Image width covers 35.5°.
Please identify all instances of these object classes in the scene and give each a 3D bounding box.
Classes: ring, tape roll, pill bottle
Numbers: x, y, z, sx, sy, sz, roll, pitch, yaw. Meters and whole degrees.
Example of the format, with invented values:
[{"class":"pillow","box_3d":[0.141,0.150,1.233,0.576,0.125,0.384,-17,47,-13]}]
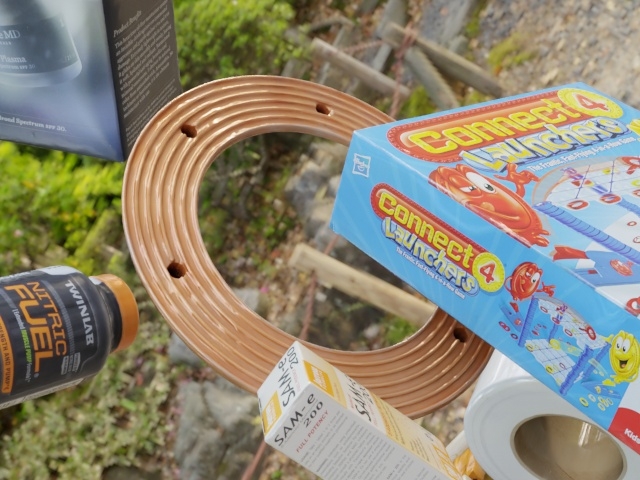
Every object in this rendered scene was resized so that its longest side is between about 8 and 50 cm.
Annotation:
[{"class":"ring","box_3d":[0.000,0.000,0.821,0.032,0.337,0.336,-55,12,47]},{"class":"tape roll","box_3d":[0.306,0.185,1.162,0.246,0.246,0.169,-52,3,47]},{"class":"pill bottle","box_3d":[-0.306,0.098,1.020,0.246,0.130,0.130,-15,-34,-48]}]

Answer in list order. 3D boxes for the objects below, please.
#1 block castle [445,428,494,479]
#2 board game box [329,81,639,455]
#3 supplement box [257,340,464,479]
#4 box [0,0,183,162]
[{"class":"block castle","box_3d":[0.224,0.476,1.291,0.213,0.303,0.453,-51,3,19]},{"class":"board game box","box_3d":[0.222,-0.004,0.759,0.308,0.302,0.086,-18,-47,-41]},{"class":"supplement box","box_3d":[0.019,0.097,0.486,0.036,0.098,0.062,-53,14,6]},{"class":"box","box_3d":[-0.336,-0.275,1.147,0.182,0.296,0.294,-62,-23,-51]}]
